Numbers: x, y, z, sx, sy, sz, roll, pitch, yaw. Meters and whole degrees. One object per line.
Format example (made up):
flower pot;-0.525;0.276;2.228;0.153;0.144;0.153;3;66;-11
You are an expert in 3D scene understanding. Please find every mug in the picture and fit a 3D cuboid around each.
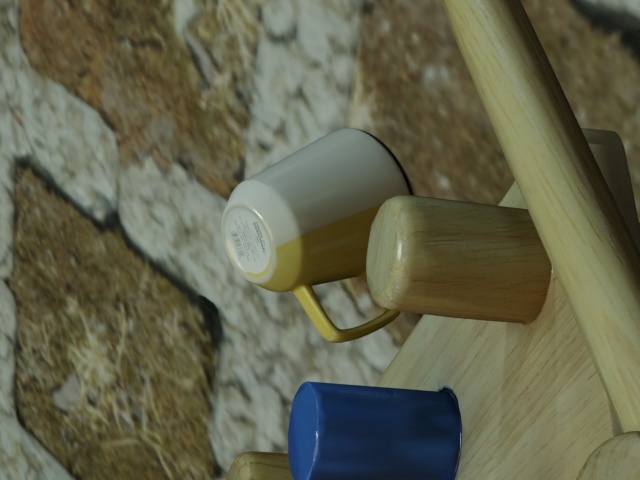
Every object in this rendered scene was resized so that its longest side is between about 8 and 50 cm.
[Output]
mug;-0.001;-0.004;0.766;0.078;0.064;0.062;42;136;32

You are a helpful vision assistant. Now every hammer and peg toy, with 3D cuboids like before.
hammer and peg toy;0.074;0.099;0.582;0.361;0.127;0.266;118;153;-53
